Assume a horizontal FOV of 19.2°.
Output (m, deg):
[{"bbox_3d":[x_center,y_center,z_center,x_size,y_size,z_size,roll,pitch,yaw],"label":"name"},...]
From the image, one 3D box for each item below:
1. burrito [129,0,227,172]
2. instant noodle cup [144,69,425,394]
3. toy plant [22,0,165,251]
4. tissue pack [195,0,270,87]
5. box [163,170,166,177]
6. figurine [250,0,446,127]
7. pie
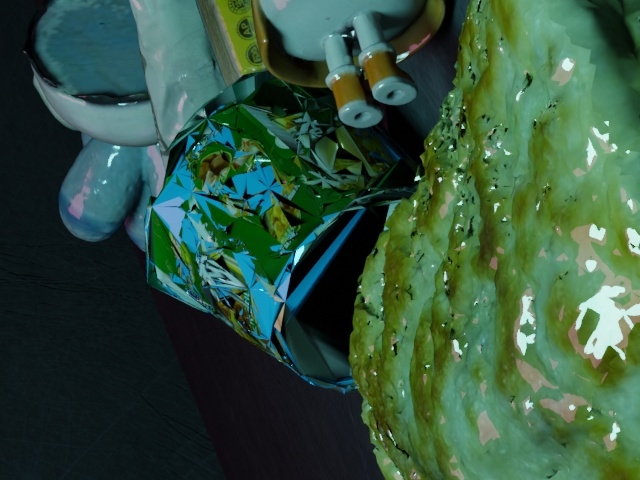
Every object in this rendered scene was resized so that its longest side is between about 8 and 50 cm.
[{"bbox_3d":[-0.122,-0.218,1.874,0.101,0.139,0.445,34,145,44],"label":"burrito"},{"bbox_3d":[0.000,0.000,1.503,0.178,0.240,0.240,43,151,47],"label":"instant noodle cup"},{"bbox_3d":[-0.194,-0.117,2.139,0.332,0.247,0.247,83,163,-45],"label":"toy plant"},{"bbox_3d":[-0.043,-0.215,1.571,0.082,0.120,0.169,128,124,-72],"label":"tissue pack"},{"bbox_3d":[-0.033,0.010,1.769,0.245,0.139,0.035,51,121,30],"label":"box"},{"bbox_3d":[0.003,-0.208,1.347,0.143,0.143,0.271,112,137,-72],"label":"figurine"},{"bbox_3d":[0.146,0.056,1.020,0.418,0.180,0.395,96,154,-48],"label":"pie"}]
